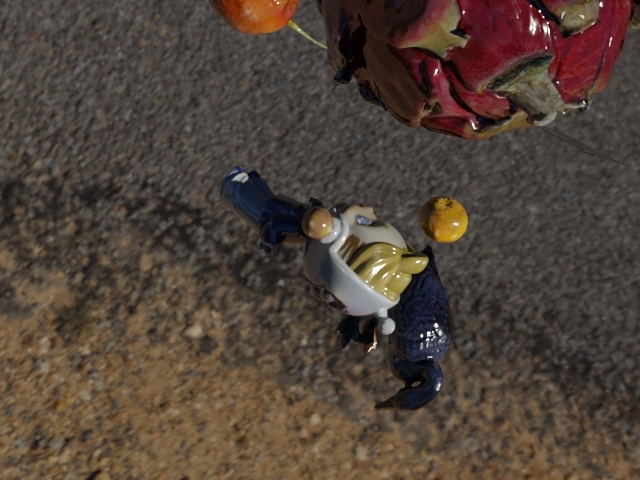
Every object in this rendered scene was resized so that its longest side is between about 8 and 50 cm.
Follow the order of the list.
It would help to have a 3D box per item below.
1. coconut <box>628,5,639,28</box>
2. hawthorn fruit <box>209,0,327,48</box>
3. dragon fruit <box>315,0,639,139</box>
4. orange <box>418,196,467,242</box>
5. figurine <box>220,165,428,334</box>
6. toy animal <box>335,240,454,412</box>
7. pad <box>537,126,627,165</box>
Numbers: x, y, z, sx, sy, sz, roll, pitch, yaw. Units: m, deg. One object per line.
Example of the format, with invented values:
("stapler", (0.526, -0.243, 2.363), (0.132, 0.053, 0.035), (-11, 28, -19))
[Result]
("coconut", (0.498, -0.468, 1.645), (0.323, 0.323, 0.323), (16, 60, -30))
("hawthorn fruit", (-0.077, -0.403, 1.995), (0.285, 0.165, 0.165), (47, 48, -26))
("dragon fruit", (0.137, -0.251, 1.058), (0.329, 0.329, 0.329), (16, 60, -30))
("orange", (0.205, -0.034, 1.899), (0.083, 0.070, 0.083), (7, 34, -4))
("figurine", (-0.007, -0.003, 1.403), (0.274, 0.194, 0.133), (27, 94, 3))
("toy animal", (0.137, 0.135, 1.877), (0.122, 0.185, 0.298), (34, 64, -44))
("pad", (0.399, -0.151, 1.766), (0.127, 0.004, 0.190), (32, 14, 26))
